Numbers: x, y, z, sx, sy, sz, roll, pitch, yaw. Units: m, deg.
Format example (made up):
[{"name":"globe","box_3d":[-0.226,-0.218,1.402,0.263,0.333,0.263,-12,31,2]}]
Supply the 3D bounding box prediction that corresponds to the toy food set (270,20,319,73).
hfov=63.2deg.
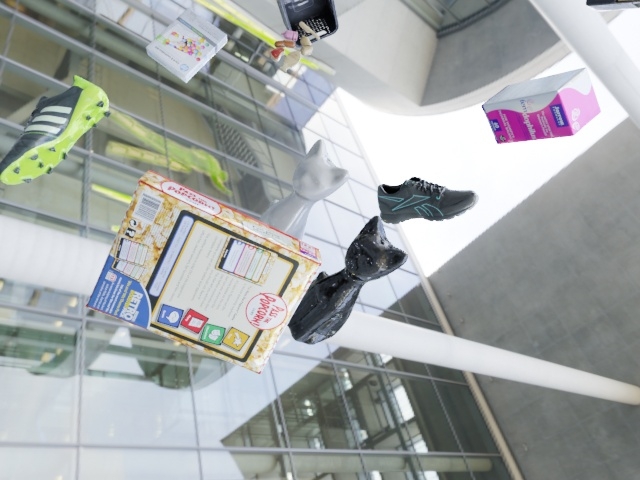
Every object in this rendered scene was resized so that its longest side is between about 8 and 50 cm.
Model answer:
[{"name":"toy food set","box_3d":[-0.062,-0.408,1.099,0.122,0.078,0.019,-46,175,-20]}]

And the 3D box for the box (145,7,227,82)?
[{"name":"box","box_3d":[-0.384,-0.565,1.500,0.186,0.145,0.038,-52,177,-17]}]

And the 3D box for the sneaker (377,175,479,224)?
[{"name":"sneaker","box_3d":[0.262,-0.106,1.319,0.267,0.101,0.106,-6,-66,30]}]

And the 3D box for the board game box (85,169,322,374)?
[{"name":"board game box","box_3d":[-0.117,0.038,0.536,0.147,0.193,0.045,-60,-166,15]}]

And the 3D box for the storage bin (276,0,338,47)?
[{"name":"storage bin","box_3d":[-0.036,-0.568,1.243,0.122,0.180,0.084,-23,-113,1]}]

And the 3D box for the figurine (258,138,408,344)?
[{"name":"figurine","box_3d":[0.000,0.000,0.706,0.215,0.092,0.209,57,-47,17]}]

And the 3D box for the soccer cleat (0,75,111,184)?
[{"name":"soccer cleat","box_3d":[-0.365,-0.148,0.698,0.179,0.072,0.060,-50,170,-19]}]

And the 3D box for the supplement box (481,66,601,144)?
[{"name":"supplement box","box_3d":[0.500,-0.303,1.193,0.114,0.111,0.220,-38,-160,-21]}]

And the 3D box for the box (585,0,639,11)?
[{"name":"box","box_3d":[0.631,-0.557,0.872,0.293,0.073,0.296,14,-71,40]}]
